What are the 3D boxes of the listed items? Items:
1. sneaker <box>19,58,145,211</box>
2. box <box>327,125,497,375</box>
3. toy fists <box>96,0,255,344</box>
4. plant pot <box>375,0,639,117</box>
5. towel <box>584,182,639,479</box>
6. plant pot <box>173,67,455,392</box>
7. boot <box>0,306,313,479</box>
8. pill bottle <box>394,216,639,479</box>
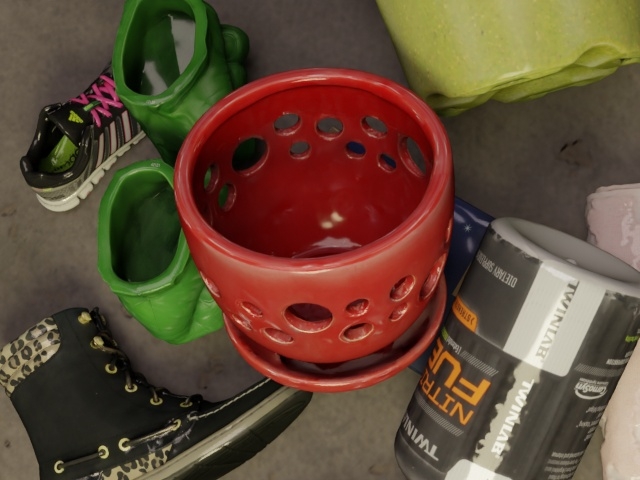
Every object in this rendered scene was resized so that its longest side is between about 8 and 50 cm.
[{"bbox_3d":[-0.192,-0.101,1.175,0.063,0.075,0.170,40,92,18],"label":"sneaker"},{"bbox_3d":[0.070,0.021,1.106,0.225,0.036,0.136,31,89,16],"label":"box"},{"bbox_3d":[-0.105,-0.059,1.102,0.096,0.142,0.279,-2,72,9],"label":"toy fists"},{"bbox_3d":[0.131,-0.234,1.034,0.276,0.276,0.254,-14,88,12],"label":"plant pot"},{"bbox_3d":[0.357,0.114,1.004,0.316,0.053,0.332,-4,78,14],"label":"towel"},{"bbox_3d":[0.000,0.000,0.995,0.191,0.174,0.191,-2,50,3],"label":"plant pot"},{"bbox_3d":[-0.143,0.118,1.120,0.236,0.085,0.179,-32,71,6],"label":"boot"},{"bbox_3d":[0.135,0.118,1.007,0.130,0.130,0.246,26,104,18],"label":"pill bottle"}]
